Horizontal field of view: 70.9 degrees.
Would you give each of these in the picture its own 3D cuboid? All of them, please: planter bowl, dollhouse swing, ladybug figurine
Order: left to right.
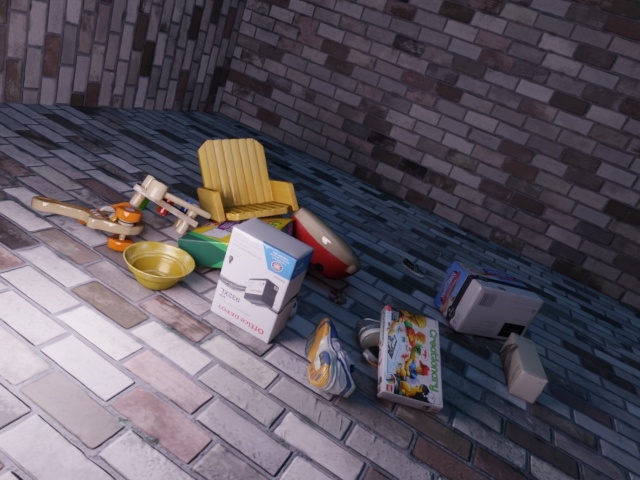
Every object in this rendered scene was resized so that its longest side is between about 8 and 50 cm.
[{"bbox_3d":[-0.516,0.095,1.426,0.217,0.091,0.217,17,22,-7],"label":"planter bowl"},{"bbox_3d":[-0.309,-0.264,1.848,0.346,0.305,0.315,-9,14,-30],"label":"dollhouse swing"},{"bbox_3d":[-0.002,0.021,1.888,0.305,0.162,0.449,45,-1,-42],"label":"ladybug figurine"}]

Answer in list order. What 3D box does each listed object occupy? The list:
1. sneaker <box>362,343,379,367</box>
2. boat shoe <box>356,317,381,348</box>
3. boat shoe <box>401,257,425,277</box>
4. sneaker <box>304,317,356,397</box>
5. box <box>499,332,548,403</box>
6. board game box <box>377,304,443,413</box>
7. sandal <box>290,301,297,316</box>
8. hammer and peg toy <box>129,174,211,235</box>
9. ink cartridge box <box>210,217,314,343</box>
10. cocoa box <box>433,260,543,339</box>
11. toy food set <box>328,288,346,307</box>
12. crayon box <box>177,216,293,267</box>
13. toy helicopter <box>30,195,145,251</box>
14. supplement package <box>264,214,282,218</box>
[{"bbox_3d":[0.232,0.362,1.487,0.214,0.083,0.084,3,29,-34],"label":"sneaker"},{"bbox_3d":[0.270,0.318,1.582,0.319,0.116,0.099,4,29,-23],"label":"boat shoe"},{"bbox_3d":[0.472,0.139,2.272,0.142,0.040,0.049,34,25,30],"label":"boat shoe"},{"bbox_3d":[0.033,0.352,1.341,0.130,0.112,0.296,34,20,-15],"label":"sneaker"},{"bbox_3d":[0.749,0.466,1.672,0.094,0.113,0.275,23,21,7],"label":"box"},{"bbox_3d":[0.280,0.364,1.412,0.192,0.053,0.306,18,47,-8],"label":"board game box"},{"bbox_3d":[-0.173,0.126,1.642,0.169,0.102,0.416,7,26,-32],"label":"sandal"},{"bbox_3d":[-0.560,-0.123,1.647,0.265,0.128,0.361,35,-5,-22],"label":"hammer and peg toy"},{"bbox_3d":[-0.182,0.121,1.375,0.223,0.308,0.129,27,25,14],"label":"ink cartridge box"},{"bbox_3d":[0.717,0.263,1.946,0.346,0.232,0.228,13,22,-21],"label":"cocoa box"},{"bbox_3d":[0.068,0.217,1.758,0.077,0.019,0.122,20,22,-4],"label":"toy food set"},{"bbox_3d":[-0.302,-0.003,1.695,0.312,0.106,0.363,3,18,13],"label":"crayon box"},{"bbox_3d":[-0.790,-0.092,1.551,0.354,0.140,0.235,16,12,-21],"label":"toy helicopter"},{"bbox_3d":[-0.332,-0.179,2.109,0.292,0.178,0.175,8,26,-28],"label":"supplement package"}]
